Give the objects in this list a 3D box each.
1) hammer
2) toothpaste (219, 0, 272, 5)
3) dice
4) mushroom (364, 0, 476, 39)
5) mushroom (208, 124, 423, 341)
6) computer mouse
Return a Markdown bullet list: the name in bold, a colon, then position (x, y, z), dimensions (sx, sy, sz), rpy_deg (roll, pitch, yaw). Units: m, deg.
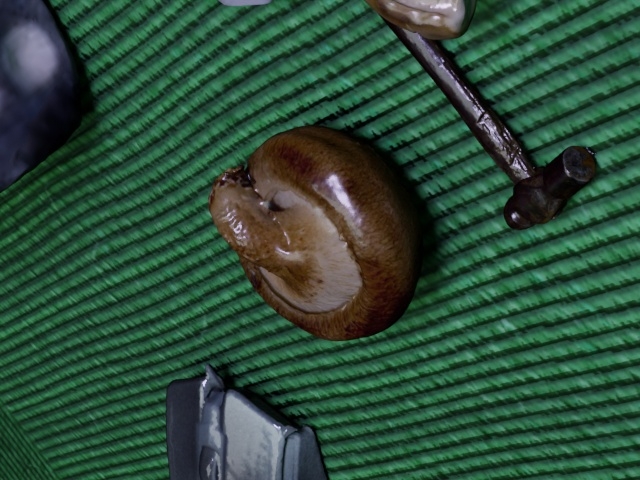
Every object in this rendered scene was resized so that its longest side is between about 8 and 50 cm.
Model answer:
- **hammer**: position (0.059, -0.083, 0.738), dimensions (0.178, 0.021, 0.065), rpy_deg (52, 146, 0)
- **toothpaste**: position (-0.039, -0.202, 0.713), dimensions (0.067, 0.043, 0.194), rpy_deg (25, 134, 33)
- **dice**: position (-0.270, -0.091, 0.949), dimensions (0.183, 0.182, 0.181), rpy_deg (-14, 114, 54)
- **mushroom**: position (0.047, -0.178, 0.604), dimensions (0.116, 0.093, 0.225), rpy_deg (41, 158, 38)
- **mushroom**: position (0.000, 0.000, 0.821), dimensions (0.127, 0.087, 0.127), rpy_deg (33, 143, 29)
- **computer mouse**: position (-0.052, 0.186, 1.077), dimensions (0.126, 0.071, 0.231), rpy_deg (18, 135, 37)
